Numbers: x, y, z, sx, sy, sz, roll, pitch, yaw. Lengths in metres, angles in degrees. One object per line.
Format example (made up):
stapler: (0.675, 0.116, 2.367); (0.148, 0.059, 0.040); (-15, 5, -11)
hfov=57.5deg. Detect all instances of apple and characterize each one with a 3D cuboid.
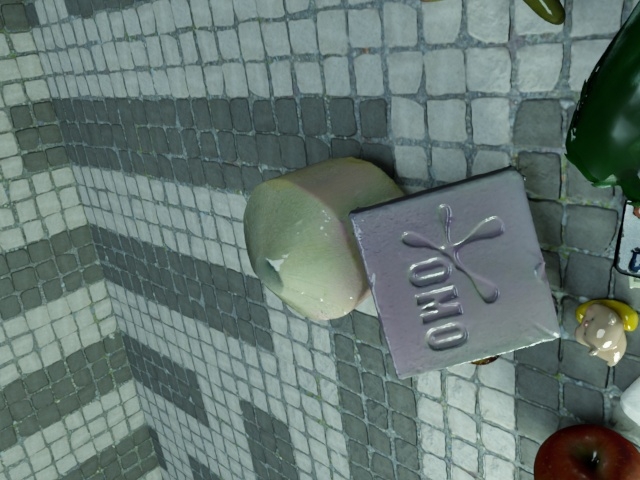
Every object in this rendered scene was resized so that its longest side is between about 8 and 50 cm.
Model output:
apple: (0.457, 0.409, 0.989); (0.181, 0.181, 0.168); (14, 144, 42)

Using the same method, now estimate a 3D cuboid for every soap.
soap: (0.220, 0.051, 0.972); (0.107, 0.286, 0.296); (-75, -33, -82)

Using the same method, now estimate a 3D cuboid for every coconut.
coconut: (0.000, 0.000, 1.145); (0.298, 0.310, 0.297); (25, 127, 38)

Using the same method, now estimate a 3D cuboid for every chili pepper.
chili pepper: (0.420, -0.163, 0.662); (0.248, 0.233, 0.256); (51, 131, 29)

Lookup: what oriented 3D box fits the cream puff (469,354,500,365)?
cream puff: (0.287, 0.159, 1.096); (0.149, 0.084, 0.148); (11, 109, 33)

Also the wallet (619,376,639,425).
wallet: (0.555, 0.245, 0.899); (0.124, 0.032, 0.182); (40, 134, 22)

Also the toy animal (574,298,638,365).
toy animal: (0.439, 0.147, 0.930); (0.091, 0.082, 0.114); (29, 130, 36)

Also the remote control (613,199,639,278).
remote control: (0.581, 0.017, 0.705); (0.399, 0.062, 0.144); (15, 113, 37)

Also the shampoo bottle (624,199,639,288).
shampoo bottle: (0.473, 0.005, 0.855); (0.049, 0.034, 0.140); (5, 113, 54)

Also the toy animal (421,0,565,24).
toy animal: (0.246, -0.354, 0.674); (0.181, 0.363, 0.181); (27, 134, 17)
